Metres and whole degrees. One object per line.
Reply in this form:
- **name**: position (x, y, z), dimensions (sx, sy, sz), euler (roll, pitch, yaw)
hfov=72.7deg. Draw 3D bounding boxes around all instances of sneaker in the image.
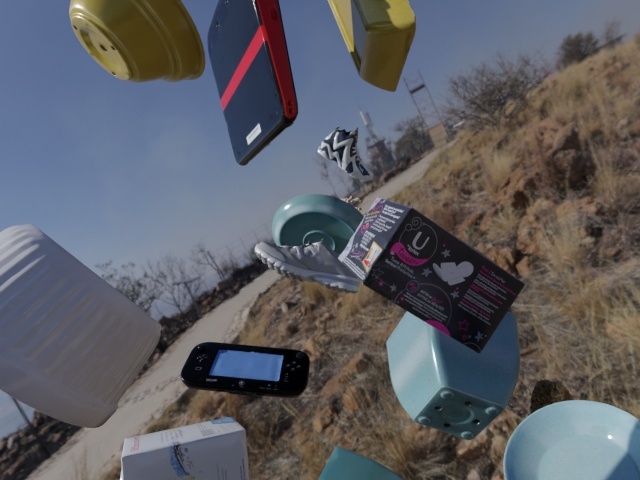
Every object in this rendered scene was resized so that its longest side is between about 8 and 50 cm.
- **sneaker**: position (0.125, -0.335, 1.618), dimensions (0.153, 0.235, 0.094), euler (-56, 1, 23)
- **sneaker**: position (-0.027, 0.047, 1.112), dimensions (0.281, 0.115, 0.105), euler (17, -15, -2)

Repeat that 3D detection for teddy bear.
- **teddy bear**: position (0.509, 0.488, 0.978), dimensions (0.113, 0.245, 0.338), euler (8, 39, 41)

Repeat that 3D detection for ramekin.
- **ramekin**: position (-0.261, 0.077, 0.434), dimensions (0.109, 0.207, 0.207), euler (-53, 13, -20)

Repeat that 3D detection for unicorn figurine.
- **unicorn figurine**: position (0.108, -0.085, 1.478), dimensions (0.111, 0.162, 0.060), euler (-8, 30, 33)

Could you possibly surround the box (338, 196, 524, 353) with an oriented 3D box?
- **box**: position (0.181, 0.050, 0.743), dimensions (0.142, 0.247, 0.163), euler (-57, 16, 4)

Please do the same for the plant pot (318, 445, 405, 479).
- **plant pot**: position (0.124, 0.710, 1.182), dimensions (0.234, 0.166, 0.165), euler (5, 23, 26)

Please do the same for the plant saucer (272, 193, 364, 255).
- **plant saucer**: position (0.000, 0.000, 1.332), dimensions (0.317, 0.317, 0.044), euler (-24, 31, 31)

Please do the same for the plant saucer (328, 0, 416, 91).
- **plant saucer**: position (0.083, -0.514, 0.938), dimensions (0.081, 0.333, 0.333), euler (-21, -3, 2)

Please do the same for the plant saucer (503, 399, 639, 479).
- **plant saucer**: position (0.342, 0.301, 0.566), dimensions (0.195, 0.037, 0.195), euler (-31, 20, 12)

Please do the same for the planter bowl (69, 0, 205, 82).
- **planter bowl**: position (-0.276, -0.292, 0.611), dimensions (0.090, 0.217, 0.217), euler (-55, 14, -21)

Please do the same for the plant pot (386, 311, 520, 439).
- **plant pot**: position (0.310, 0.301, 1.018), dimensions (0.252, 0.247, 0.247), euler (-75, 6, -55)

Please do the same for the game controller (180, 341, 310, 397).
- **game controller**: position (-0.188, 0.331, 1.121), dimensions (0.319, 0.067, 0.166), euler (4, 15, 1)

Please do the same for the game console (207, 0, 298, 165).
- **game console**: position (-0.156, -0.369, 0.948), dimensions (0.060, 0.342, 0.386), euler (-15, 2, -24)

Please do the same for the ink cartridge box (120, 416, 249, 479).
- **ink cartridge box**: position (-0.274, 0.479, 0.884), dimensions (0.232, 0.168, 0.171), euler (-3, -11, -21)
